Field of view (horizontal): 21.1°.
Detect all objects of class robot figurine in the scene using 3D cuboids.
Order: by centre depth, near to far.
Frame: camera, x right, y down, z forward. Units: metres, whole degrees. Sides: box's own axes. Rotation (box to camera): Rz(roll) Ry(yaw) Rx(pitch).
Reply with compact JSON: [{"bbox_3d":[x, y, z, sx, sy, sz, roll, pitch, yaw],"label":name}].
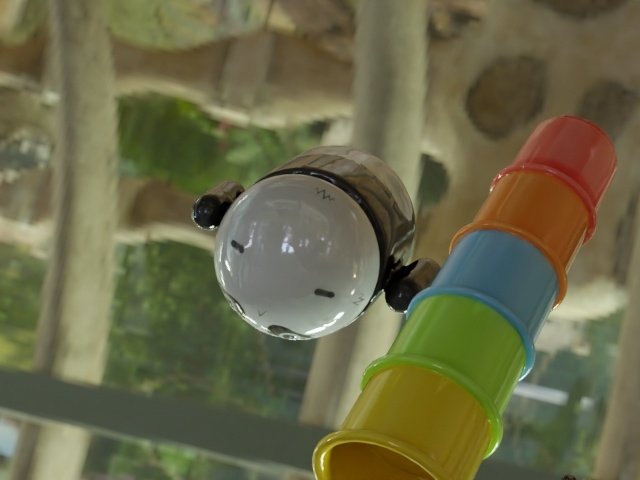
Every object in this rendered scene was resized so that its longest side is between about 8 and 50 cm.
[{"bbox_3d":[-0.002,0.001,1.738,0.209,0.173,0.278,-17,-172,19],"label":"robot figurine"}]

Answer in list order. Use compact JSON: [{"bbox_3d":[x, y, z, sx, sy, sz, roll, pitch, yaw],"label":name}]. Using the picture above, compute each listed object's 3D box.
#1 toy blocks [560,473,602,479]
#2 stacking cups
[{"bbox_3d":[0.233,0.330,1.103,0.309,0.260,0.288,5,-166,39],"label":"toy blocks"},{"bbox_3d":[0.105,0.035,1.054,0.096,0.316,0.096,20,142,17],"label":"stacking cups"}]
